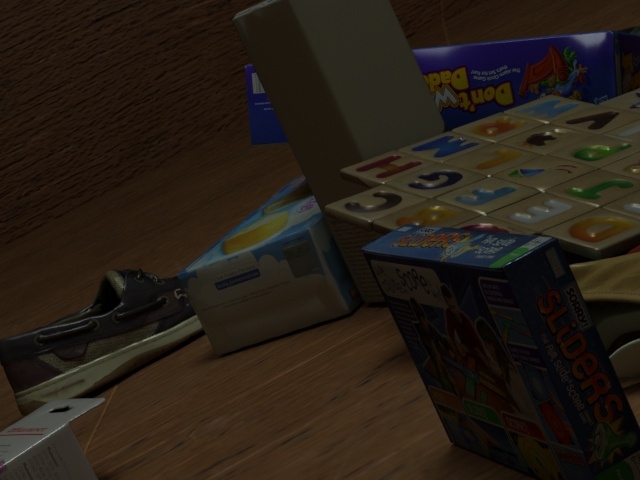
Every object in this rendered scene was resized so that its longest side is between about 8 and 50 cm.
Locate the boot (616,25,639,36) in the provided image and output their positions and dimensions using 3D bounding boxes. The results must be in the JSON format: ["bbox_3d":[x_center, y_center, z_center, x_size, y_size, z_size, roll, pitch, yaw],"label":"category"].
[{"bbox_3d":[0.361,-0.184,1.685,0.246,0.083,0.161,-25,16,37],"label":"boot"}]

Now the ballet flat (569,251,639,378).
[{"bbox_3d":[0.157,0.051,0.987,0.232,0.080,0.073,-18,42,47],"label":"ballet flat"}]

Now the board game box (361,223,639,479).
[{"bbox_3d":[0.097,0.061,0.892,0.035,0.136,0.201,-28,11,-15],"label":"board game box"}]

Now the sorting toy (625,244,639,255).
[{"bbox_3d":[0.204,0.031,1.077,0.102,0.042,0.061,-32,-11,37],"label":"sorting toy"}]

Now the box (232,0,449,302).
[{"bbox_3d":[0.038,-0.088,1.370,0.094,0.275,0.113,-29,11,-27],"label":"box"}]

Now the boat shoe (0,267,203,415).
[{"bbox_3d":[-0.188,0.071,1.618,0.285,0.092,0.103,-30,11,-24],"label":"boat shoe"}]

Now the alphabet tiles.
[{"bbox_3d":[0.189,-0.056,1.231,0.342,0.011,0.285,-21,25,-31],"label":"alphabet tiles"}]

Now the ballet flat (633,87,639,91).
[{"bbox_3d":[0.266,-0.079,1.388,0.213,0.072,0.068,-32,-18,-44],"label":"ballet flat"}]

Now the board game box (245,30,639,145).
[{"bbox_3d":[0.133,-0.144,1.571,0.347,0.078,0.233,-3,4,21],"label":"board game box"}]

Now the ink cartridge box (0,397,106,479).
[{"bbox_3d":[-0.243,0.191,1.246,0.181,0.062,0.104,-33,13,-33],"label":"ink cartridge box"}]

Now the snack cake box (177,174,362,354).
[{"bbox_3d":[0.000,0.000,1.544,0.152,0.089,0.264,-20,12,30],"label":"snack cake box"}]
